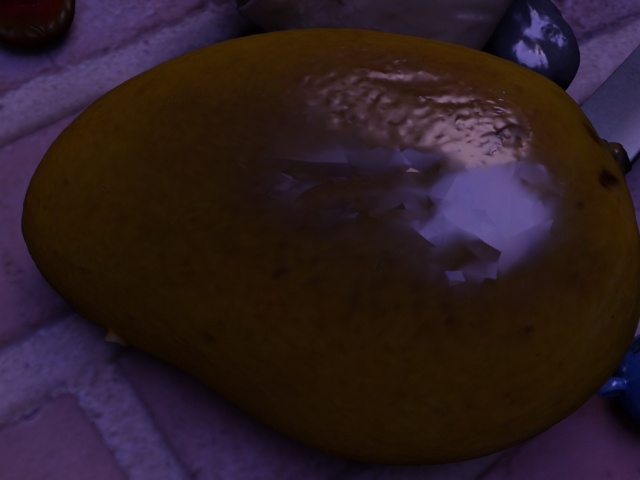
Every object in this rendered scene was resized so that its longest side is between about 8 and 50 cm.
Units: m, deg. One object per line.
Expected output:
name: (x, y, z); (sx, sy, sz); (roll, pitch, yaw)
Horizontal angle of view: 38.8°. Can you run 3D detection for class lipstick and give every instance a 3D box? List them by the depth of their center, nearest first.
lipstick: (0.258, -0.094, 0.817); (0.068, 0.066, 0.317); (40, 65, 14)

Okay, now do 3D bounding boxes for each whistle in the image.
whistle: (0.287, 0.107, 0.705); (0.158, 0.090, 0.090); (-5, 63, -9)

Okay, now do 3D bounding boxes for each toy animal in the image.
toy animal: (0.157, -0.201, 0.822); (0.082, 0.137, 0.269); (-10, 61, -9)

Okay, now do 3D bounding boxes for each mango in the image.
mango: (0.000, 0.000, 0.650); (0.445, 0.220, 0.301); (3, 84, 13)

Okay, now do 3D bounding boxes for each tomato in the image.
tomato: (-0.261, -0.218, 0.812); (0.087, 0.075, 0.087); (5, 59, -8)

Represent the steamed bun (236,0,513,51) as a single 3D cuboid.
steamed bun: (0.035, -0.299, 0.731); (0.219, 0.324, 0.309); (16, 29, -39)
